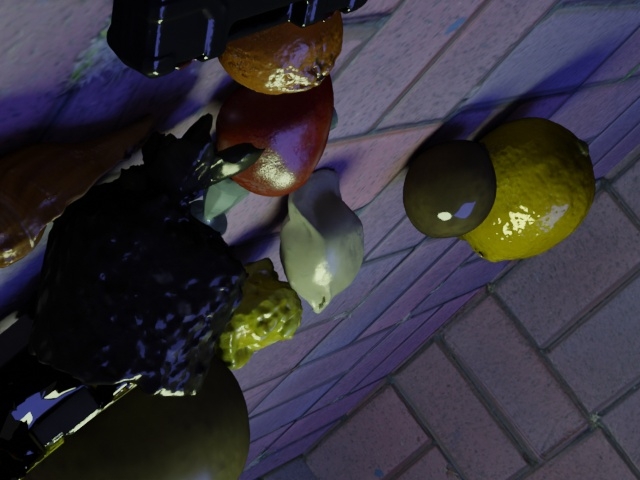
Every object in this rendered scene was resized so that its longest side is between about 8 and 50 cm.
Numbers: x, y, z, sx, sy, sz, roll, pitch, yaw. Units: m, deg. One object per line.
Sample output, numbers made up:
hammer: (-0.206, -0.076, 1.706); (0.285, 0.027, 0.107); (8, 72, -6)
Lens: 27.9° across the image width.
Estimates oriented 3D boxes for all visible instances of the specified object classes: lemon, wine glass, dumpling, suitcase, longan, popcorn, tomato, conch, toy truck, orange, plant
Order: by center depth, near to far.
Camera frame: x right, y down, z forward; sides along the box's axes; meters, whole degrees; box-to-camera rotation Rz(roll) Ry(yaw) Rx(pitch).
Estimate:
suitcase: (-0.051, -0.266, 1.122); (0.285, 0.066, 0.206); (-26, 145, -38)
conch: (-0.279, -0.063, 1.298); (0.109, 0.093, 0.330); (-41, -174, 49)
orange: (-0.038, -0.210, 1.314); (0.135, 0.117, 0.135); (-53, 165, -21)
plant: (-0.189, 0.005, 1.421); (0.213, 0.215, 0.312); (12, 95, -24)
tomato: (-0.035, -0.126, 1.540); (0.166, 0.082, 0.174); (-39, 141, -20)
wine glass: (-0.127, -0.066, 1.664); (0.073, 0.073, 0.155); (-27, 166, -34)
toy truck: (-0.334, 0.166, 1.686); (0.405, 0.181, 0.254); (-40, 173, -3)
longan: (-0.282, 0.311, 1.949); (0.361, 0.361, 0.361); (-35, 165, -10)
dumpling: (0.000, 0.000, 2.011); (0.162, 0.132, 0.250); (-55, 146, -48)
popcorn: (-0.122, 0.113, 2.049); (0.197, 0.156, 0.197); (-24, 159, -10)
longan: (0.232, -0.098, 2.234); (0.204, 0.159, 0.185); (-48, 172, -32)
lemon: (0.371, -0.091, 2.407); (0.320, 0.245, 0.245); (-39, 167, 32)

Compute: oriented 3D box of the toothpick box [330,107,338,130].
toothpick box: (-0.025, -0.151, 1.665); (0.083, 0.052, 0.052); (-29, 163, -25)
